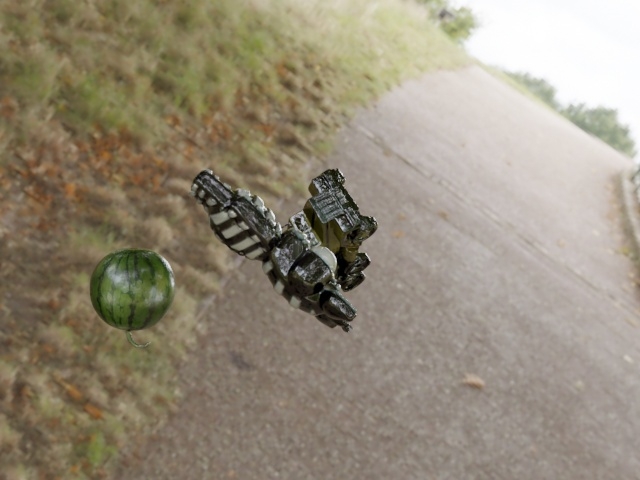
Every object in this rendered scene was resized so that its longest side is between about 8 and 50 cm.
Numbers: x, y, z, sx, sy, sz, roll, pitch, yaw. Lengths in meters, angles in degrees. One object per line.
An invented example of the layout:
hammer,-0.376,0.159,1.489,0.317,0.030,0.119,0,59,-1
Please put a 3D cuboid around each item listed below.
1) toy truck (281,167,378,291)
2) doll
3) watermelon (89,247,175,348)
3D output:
toy truck,0.004,-0.003,1.624,0.127,0.127,0.257,60,-20,20
doll,-0.044,0.011,1.021,0.219,0.067,0.091,44,-18,1
watermelon,-0.218,0.060,1.163,0.109,0.109,0.109,37,7,-5
